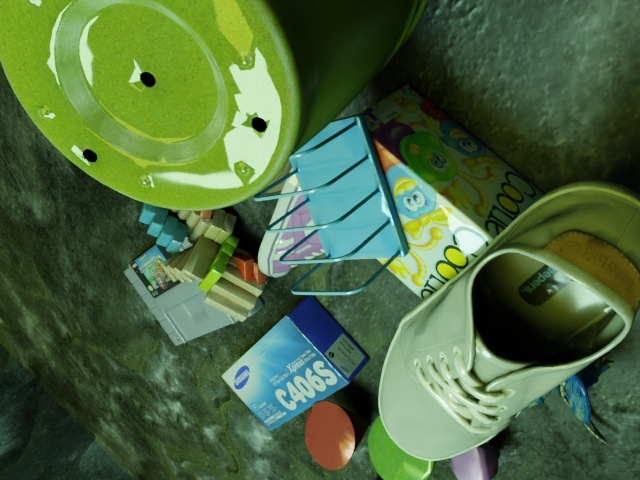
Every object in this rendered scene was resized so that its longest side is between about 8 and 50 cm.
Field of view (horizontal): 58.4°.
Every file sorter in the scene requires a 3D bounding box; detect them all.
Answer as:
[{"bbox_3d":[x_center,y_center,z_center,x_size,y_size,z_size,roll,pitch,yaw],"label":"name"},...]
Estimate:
[{"bbox_3d":[0.002,-0.035,0.641,0.118,0.104,0.171,-4,114,41],"label":"file sorter"}]

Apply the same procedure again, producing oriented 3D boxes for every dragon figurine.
[{"bbox_3d":[0.302,0.170,0.713,0.085,0.144,0.290,8,123,37],"label":"dragon figurine"}]

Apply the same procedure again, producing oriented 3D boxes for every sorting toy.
[{"bbox_3d":[0.148,0.353,1.011,0.365,0.126,0.127,-4,83,38],"label":"sorting toy"}]

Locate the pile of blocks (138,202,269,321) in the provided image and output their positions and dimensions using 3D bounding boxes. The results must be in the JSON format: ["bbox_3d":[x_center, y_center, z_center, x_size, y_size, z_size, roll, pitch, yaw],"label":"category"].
[{"bbox_3d":[-0.223,-0.023,1.026,0.362,0.149,0.112,49,138,3],"label":"pile of blocks"}]

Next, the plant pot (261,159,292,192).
[{"bbox_3d":[-0.132,-0.168,0.874,0.237,0.109,0.238,22,132,27],"label":"plant pot"}]

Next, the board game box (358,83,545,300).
[{"bbox_3d":[0.148,-0.036,0.701,0.275,0.144,0.142,42,137,9],"label":"board game box"}]

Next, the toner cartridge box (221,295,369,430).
[{"bbox_3d":[-0.064,0.255,1.140,0.165,0.075,0.348,48,138,5],"label":"toner cartridge box"}]

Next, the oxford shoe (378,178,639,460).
[{"bbox_3d":[0.164,0.124,0.599,0.169,0.130,0.449,37,135,9],"label":"oxford shoe"}]

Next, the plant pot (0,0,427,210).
[{"bbox_3d":[-0.088,-0.223,0.533,0.365,0.353,0.367,9,132,10],"label":"plant pot"}]

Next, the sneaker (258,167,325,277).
[{"bbox_3d":[0.000,0.001,0.892,0.161,0.102,0.282,29,144,2],"label":"sneaker"}]

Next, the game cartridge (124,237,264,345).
[{"bbox_3d":[-0.292,0.099,1.242,0.355,0.068,0.230,-27,103,47],"label":"game cartridge"}]
